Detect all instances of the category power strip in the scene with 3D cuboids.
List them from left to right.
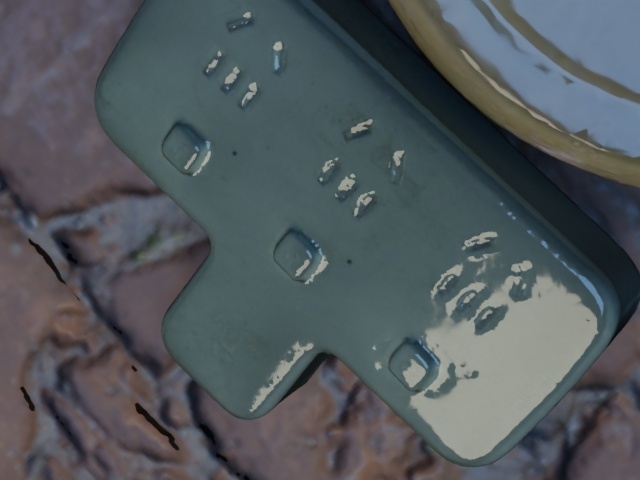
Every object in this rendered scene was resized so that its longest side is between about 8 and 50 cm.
[{"bbox_3d":[0.000,0.000,0.851,0.265,0.059,0.193,44,121,10],"label":"power strip"}]

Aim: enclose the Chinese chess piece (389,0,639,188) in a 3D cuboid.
[{"bbox_3d":[0.177,-0.186,0.782,0.338,0.140,0.338,1,101,6],"label":"Chinese chess piece"}]
